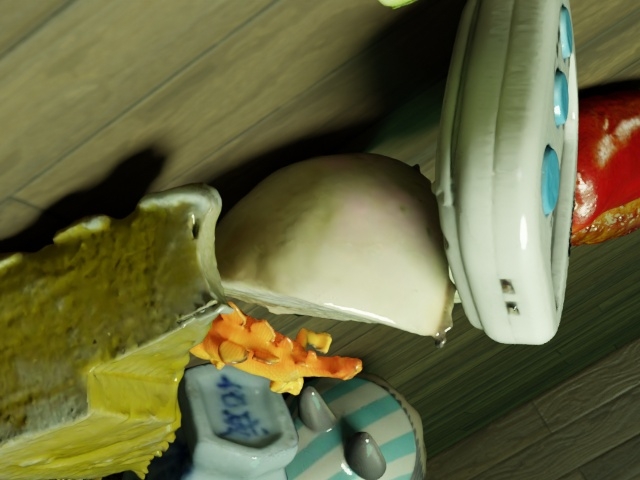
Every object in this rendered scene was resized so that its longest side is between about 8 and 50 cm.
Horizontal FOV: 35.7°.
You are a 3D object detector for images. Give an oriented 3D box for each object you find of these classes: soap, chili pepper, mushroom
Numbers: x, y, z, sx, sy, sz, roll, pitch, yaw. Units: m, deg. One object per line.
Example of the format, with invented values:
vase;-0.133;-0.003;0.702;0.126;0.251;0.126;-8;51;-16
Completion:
soap;-0.152;0.096;0.873;0.304;0.169;0.339;-22;161;12
chili pepper;0.254;-0.074;1.045;0.338;0.131;0.134;-20;-177;-33
mushroom;-0.015;-0.017;0.858;0.173;0.162;0.236;22;167;-37

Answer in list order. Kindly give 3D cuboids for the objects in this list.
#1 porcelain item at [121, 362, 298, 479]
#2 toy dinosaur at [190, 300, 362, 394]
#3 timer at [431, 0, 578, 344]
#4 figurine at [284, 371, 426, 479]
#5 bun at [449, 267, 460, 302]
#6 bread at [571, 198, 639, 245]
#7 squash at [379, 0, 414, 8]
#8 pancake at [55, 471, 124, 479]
porcelain item;-0.160;0.363;1.303;0.178;0.242;0.405;8;122;-26
toy dinosaur;-0.093;0.088;0.935;0.288;0.070;0.117;9;159;30
timer;0.151;-0.061;0.779;0.087;0.262;0.237;3;149;18
figurine;-0.026;0.288;1.478;0.361;0.266;0.377;-10;141;0
bun;0.187;0.016;1.212;0.183;0.102;0.183;-27;162;-10
bread;0.365;-0.035;1.325;0.269;0.095;0.139;-26;162;-21
squash;0.093;-0.214;0.588;0.200;0.075;0.090;-40;131;24
pancake;-0.279;0.329;1.435;0.254;0.037;0.253;-24;159;-10
